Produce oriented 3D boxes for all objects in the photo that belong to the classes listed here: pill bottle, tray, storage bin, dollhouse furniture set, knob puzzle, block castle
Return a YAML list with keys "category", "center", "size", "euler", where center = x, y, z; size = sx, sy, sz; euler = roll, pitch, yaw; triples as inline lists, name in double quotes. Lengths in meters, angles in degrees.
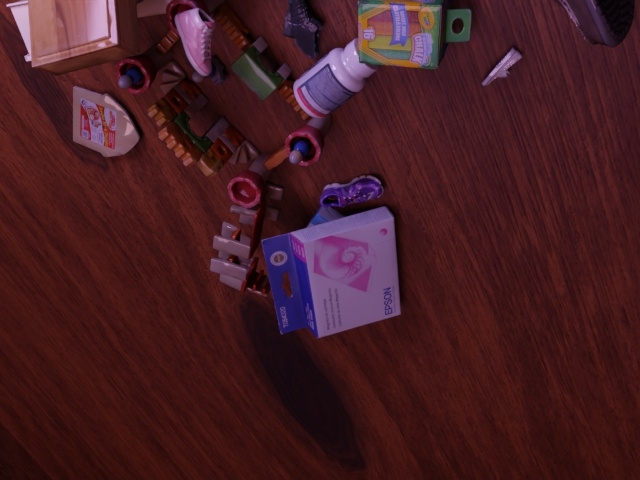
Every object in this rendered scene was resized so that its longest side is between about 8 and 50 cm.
- category: "pill bottle"
  center: [0.037, -0.357, 1.540]
  size: [0.180, 0.108, 0.108]
  euler: [-31, 110, 36]
- category: "tray"
  center: [-0.463, -0.542, 1.335]
  size: [0.202, 0.076, 0.411]
  euler: [-7, 87, 22]
- category: "storage bin"
  center: [-0.485, -0.507, 1.533]
  size: [0.260, 0.262, 0.123]
  euler: [0, 123, 22]
- category: "dollhouse furniture set"
  center: [-0.170, 0.012, 1.799]
  size: [0.135, 0.262, 0.259]
  euler: [19, 131, 5]
- category: "knob puzzle"
  center: [-0.563, -0.307, 1.863]
  size: [0.213, 0.030, 0.213]
  euler: [11, 127, 14]
- category: "block castle"
  center: [-0.224, -0.312, 1.608]
  size: [0.303, 0.213, 0.453]
  euler: [-32, 110, 36]

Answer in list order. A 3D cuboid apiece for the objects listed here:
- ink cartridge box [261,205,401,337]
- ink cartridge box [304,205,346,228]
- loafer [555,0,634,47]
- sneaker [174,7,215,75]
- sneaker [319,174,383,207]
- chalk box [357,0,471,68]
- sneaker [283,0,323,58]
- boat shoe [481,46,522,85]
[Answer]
- category: "ink cartridge box"
  center: [0.038, 0.099, 1.797]
  size: [0.330, 0.071, 0.324]
  euler: [-16, 127, -10]
- category: "ink cartridge box"
  center: [0.000, 0.000, 1.850]
  size: [0.104, 0.062, 0.181]
  euler: [34, 129, -6]
- category: "loafer"
  center: [0.439, -0.509, 1.275]
  size: [0.366, 0.134, 0.130]
  euler: [56, 152, -10]
- category: "sneaker"
  center: [-0.241, -0.407, 1.429]
  size: [0.070, 0.051, 0.134]
  euler: [-15, 105, 25]
- category: "sneaker"
  center: [0.076, -0.109, 1.734]
  size: [0.169, 0.071, 0.068]
  euler: [-13, 120, 28]
- category: "chalk box"
  center: [0.193, -0.431, 1.406]
  size: [0.213, 0.132, 0.132]
  euler: [8, 128, 16]
- category: "sneaker"
  center: [-0.029, -0.481, 1.513]
  size: [0.089, 0.051, 0.170]
  euler: [21, 135, 6]
- category: "boat shoe"
  center: [0.378, -0.354, 1.457]
  size: [0.035, 0.035, 0.100]
  euler: [38, 123, -6]
